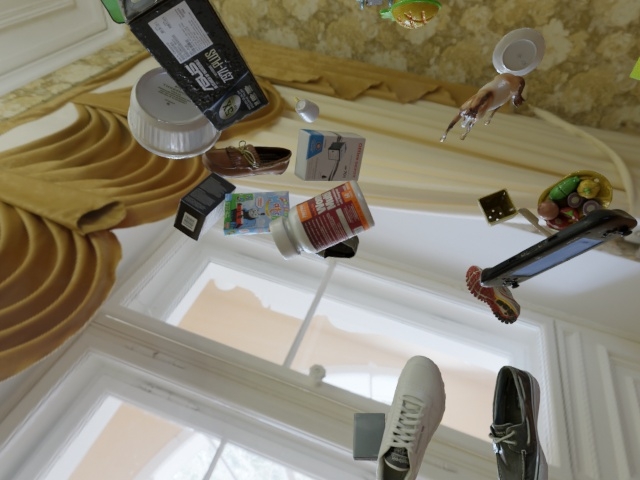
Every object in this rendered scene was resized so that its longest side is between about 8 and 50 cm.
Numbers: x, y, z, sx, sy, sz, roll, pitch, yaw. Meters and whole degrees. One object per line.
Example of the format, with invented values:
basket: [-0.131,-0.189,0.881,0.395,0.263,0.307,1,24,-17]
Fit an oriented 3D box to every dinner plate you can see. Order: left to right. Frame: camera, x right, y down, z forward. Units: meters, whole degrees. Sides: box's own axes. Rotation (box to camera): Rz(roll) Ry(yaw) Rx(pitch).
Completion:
dinner plate: [0.579,-0.543,1.199,0.141,0.141,0.017,98,-175,-47]

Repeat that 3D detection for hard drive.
hard drive: [0.143,0.571,1.197,0.135,0.094,0.022,-81,-16,-53]

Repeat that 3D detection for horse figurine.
horse figurine: [0.389,-0.316,0.951,0.263,0.066,0.174,-33,-14,-17]

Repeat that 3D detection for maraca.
maraca: [0.252,-0.649,1.157,0.127,0.186,0.099,-2,-78,-34]

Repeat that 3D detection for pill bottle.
pill bottle: [0.003,-0.043,0.945,0.121,0.221,0.121,-24,-90,-84]

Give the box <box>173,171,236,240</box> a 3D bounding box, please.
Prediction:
box: [-0.420,-0.126,1.500,0.153,0.108,0.207,-55,3,43]

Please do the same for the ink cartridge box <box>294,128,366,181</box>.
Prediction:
ink cartridge box: [0.028,-0.254,1.236,0.082,0.191,0.139,43,131,53]

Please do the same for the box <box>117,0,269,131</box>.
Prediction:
box: [-0.149,-0.241,0.471,0.078,0.147,0.180,-29,-23,5]

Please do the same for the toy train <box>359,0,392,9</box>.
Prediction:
toy train: [0.178,-0.875,1.317,0.334,0.143,0.190,-72,-22,-75]

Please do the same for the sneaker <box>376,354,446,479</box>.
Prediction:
sneaker: [0.148,0.311,0.683,0.095,0.090,0.234,18,-96,-63]

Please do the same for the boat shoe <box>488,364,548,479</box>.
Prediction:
boat shoe: [0.467,0.475,1.013,0.121,0.119,0.334,-35,33,49]

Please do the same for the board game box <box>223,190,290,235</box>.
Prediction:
board game box: [-0.205,-0.091,1.341,0.039,0.212,0.160,94,171,-50]

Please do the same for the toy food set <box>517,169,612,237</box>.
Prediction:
toy food set: [0.638,-0.086,1.072,0.071,0.128,0.218,-30,-11,-47]

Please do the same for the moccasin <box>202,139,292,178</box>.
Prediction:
moccasin: [-0.286,-0.330,1.653,0.147,0.381,0.139,-50,52,45]

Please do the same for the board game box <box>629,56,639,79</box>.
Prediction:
board game box: [0.595,-0.345,0.654,0.043,0.092,0.181,-94,11,-57]

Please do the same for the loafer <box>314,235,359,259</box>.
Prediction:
loafer: [0.000,0.000,1.207,0.087,0.252,0.094,-102,23,-59]

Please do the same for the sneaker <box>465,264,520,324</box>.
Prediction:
sneaker: [0.589,0.179,1.406,0.093,0.225,0.088,-24,-19,-43]

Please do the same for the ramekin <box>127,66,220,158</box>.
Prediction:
ramekin: [-0.424,-0.386,1.206,0.127,0.273,0.272,125,169,-62]

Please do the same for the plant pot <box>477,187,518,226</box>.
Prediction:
plant pot: [0.495,-0.083,1.153,0.083,0.081,0.081,41,-150,-65]

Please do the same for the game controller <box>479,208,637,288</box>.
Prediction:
game controller: [0.509,0.029,0.906,0.167,0.067,0.319,-5,-26,-40]

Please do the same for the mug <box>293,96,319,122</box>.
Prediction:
mug: [-0.052,-0.405,1.262,0.064,0.078,0.062,13,-88,-61]

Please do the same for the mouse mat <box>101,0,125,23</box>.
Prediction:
mouse mat: [-0.382,-0.519,0.795,0.189,0.153,0.007,73,-165,-59]
